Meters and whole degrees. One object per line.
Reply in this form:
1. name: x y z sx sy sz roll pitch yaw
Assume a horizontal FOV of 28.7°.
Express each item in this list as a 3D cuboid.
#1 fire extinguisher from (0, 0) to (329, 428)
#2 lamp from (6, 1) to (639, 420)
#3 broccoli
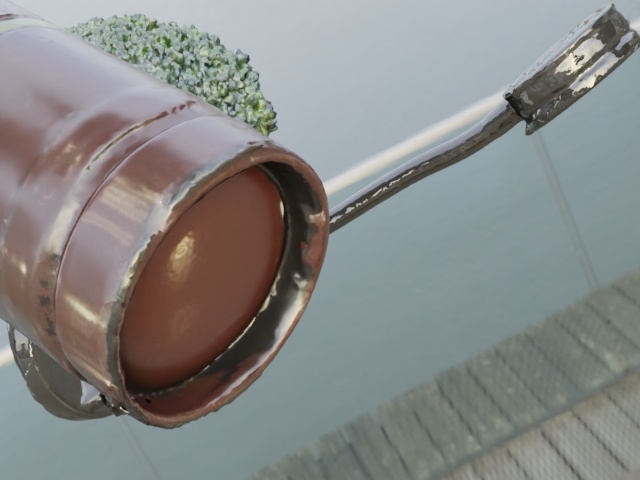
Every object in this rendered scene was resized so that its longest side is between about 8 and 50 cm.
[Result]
1. fire extinguisher: -0.153 -0.046 0.468 0.341 0.142 0.105 29 32 32
2. lamp: -0.024 -0.030 0.637 0.371 0.109 0.130 -34 3 34
3. broccoli: -0.134 -0.080 0.947 0.176 0.226 0.198 -40 19 55
